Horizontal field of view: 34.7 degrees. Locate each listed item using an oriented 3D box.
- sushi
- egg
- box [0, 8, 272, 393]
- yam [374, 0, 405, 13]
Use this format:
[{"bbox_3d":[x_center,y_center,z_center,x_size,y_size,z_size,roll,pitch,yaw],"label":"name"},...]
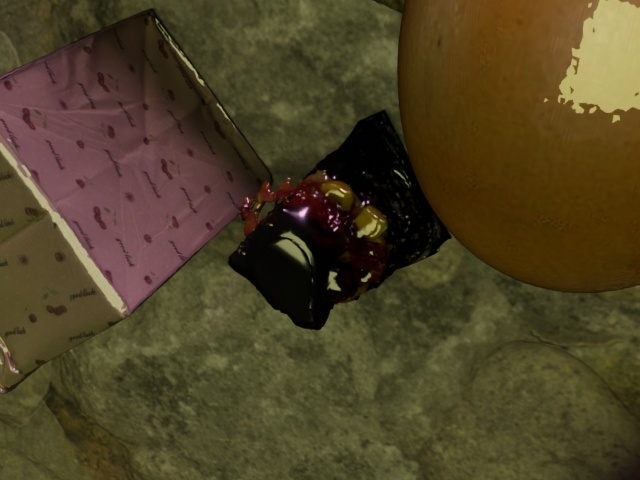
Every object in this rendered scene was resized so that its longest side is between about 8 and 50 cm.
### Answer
[{"bbox_3d":[0.000,0.000,0.966,0.172,0.150,0.153,-21,106,32],"label":"sushi"},{"bbox_3d":[0.193,-0.134,0.643,0.283,0.282,0.351,25,103,11],"label":"egg"},{"bbox_3d":[-0.223,-0.049,0.957,0.190,0.297,0.225,-29,102,30],"label":"box"},{"bbox_3d":[0.045,-0.262,0.814,0.255,0.154,0.154,23,123,14],"label":"yam"}]
